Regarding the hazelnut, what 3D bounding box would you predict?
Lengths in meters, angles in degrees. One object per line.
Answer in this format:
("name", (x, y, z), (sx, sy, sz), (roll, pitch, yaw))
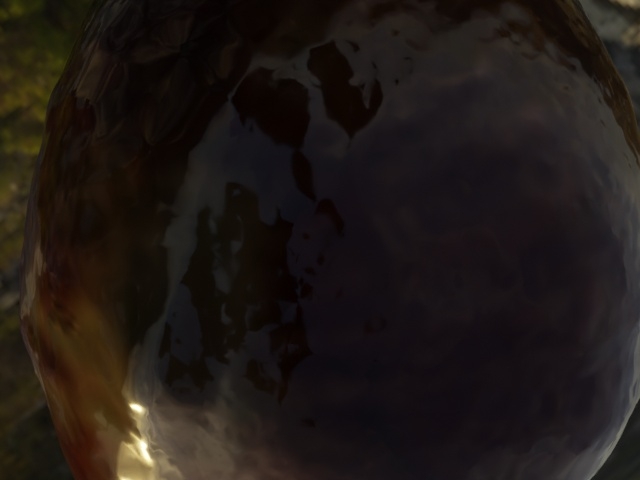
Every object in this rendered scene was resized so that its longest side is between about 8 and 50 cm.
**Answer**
("hazelnut", (0.000, 0.000, 0.935), (0.421, 0.353, 0.421), (-34, 134, -44))
